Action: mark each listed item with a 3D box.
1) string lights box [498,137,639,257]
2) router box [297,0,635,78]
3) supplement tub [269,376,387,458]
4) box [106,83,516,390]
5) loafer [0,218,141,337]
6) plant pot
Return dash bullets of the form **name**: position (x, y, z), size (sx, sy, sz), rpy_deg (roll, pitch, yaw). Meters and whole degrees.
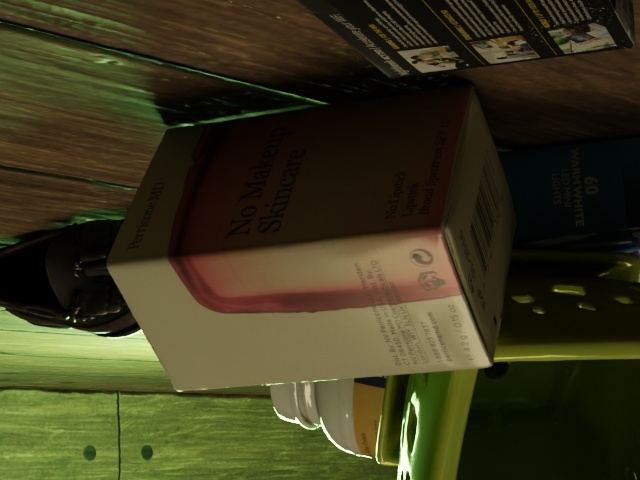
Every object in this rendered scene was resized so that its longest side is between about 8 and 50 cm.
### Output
- **string lights box**: position (0.181, -0.026, 1.159), size (0.260, 0.076, 0.133), rpy_deg (-5, 168, 16)
- **router box**: position (0.067, -0.125, 0.665), size (0.133, 0.046, 0.179), rpy_deg (-6, 169, 20)
- **supplement tub**: position (0.130, 0.115, 1.396), size (0.316, 0.228, 0.228), rpy_deg (10, 174, 18)
- **box**: position (0.000, 0.000, 0.955), size (0.232, 0.148, 0.127), rpy_deg (-6, 131, 21)
- **loafer**: position (-0.238, 0.037, 1.348), size (0.095, 0.109, 0.302), rpy_deg (11, 167, -37)
- **plant pot**: position (0.164, 0.126, 1.081), size (0.228, 0.227, 0.207), rpy_deg (1, -155, -15)
